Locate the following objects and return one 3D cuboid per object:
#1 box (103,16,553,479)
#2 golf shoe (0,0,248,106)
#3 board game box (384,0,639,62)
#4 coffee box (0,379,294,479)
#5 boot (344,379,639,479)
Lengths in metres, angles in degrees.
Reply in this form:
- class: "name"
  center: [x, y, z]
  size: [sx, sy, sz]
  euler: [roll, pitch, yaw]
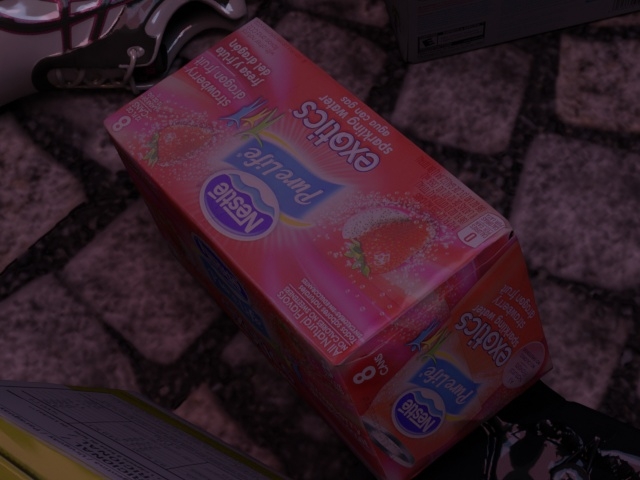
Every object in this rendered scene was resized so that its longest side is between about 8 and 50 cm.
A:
- class: "box"
  center: [0.000, 0.000, 0.970]
  size: [0.142, 0.154, 0.300]
  euler: [-36, 49, -12]
- class: "golf shoe"
  center: [-0.187, -0.161, 1.132]
  size: [0.272, 0.105, 0.120]
  euler: [-35, 76, -11]
- class: "board game box"
  center: [0.154, -0.266, 1.044]
  size: [0.224, 0.303, 0.098]
  euler: [-14, 66, -3]
- class: "coffee box"
  center: [-0.080, 0.296, 0.747]
  size: [0.338, 0.334, 0.338]
  euler: [28, 88, 11]
- class: "boot"
  center: [0.122, 0.196, 0.957]
  size: [0.207, 0.094, 0.246]
  euler: [31, 66, 20]
